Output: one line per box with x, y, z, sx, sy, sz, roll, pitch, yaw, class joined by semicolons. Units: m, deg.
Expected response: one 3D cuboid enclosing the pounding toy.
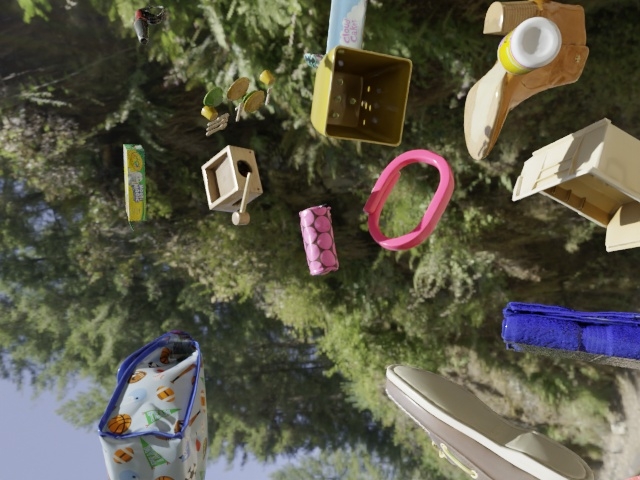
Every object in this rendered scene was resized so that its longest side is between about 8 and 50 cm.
-0.201;-0.131;1.499;0.094;0.181;0.206;4;-115;-46;pounding toy

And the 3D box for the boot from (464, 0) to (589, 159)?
0.394;-0.295;1.095;0.104;0.211;0.295;-135;47;-61;boot

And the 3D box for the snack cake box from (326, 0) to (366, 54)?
0.075;-0.594;1.538;0.152;0.089;0.265;-68;-15;-82;snack cake box

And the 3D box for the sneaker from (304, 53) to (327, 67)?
0.007;-0.537;1.728;0.069;0.098;0.038;-54;-11;-37;sneaker

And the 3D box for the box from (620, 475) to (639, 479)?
0.301;0.331;0.599;0.122;0.257;0.128;20;-133;-33;box

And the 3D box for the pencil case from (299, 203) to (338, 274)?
0.000;0.000;1.774;0.098;0.095;0.210;-5;-98;-26;pencil case

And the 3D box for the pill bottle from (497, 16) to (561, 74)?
0.194;-0.181;0.553;0.083;0.043;0.044;-66;-35;-81;pill bottle

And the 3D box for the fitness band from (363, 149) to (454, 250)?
0.238;-0.109;1.576;0.054;0.209;0.291;39;-104;-52;fitness band

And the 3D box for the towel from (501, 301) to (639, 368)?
0.450;0.153;0.930;0.227;0.308;0.076;36;-119;-67;towel

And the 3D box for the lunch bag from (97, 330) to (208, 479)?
-0.392;0.459;1.452;0.385;0.238;0.328;-88;1;-63;lunch bag

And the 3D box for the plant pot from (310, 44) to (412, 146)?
0.082;-0.362;1.486;0.187;0.212;0.212;-151;66;-65;plant pot

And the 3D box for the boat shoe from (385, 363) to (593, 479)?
0.223;0.294;0.863;0.116;0.324;0.097;-7;-63;-53;boat shoe

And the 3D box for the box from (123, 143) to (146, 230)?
-0.411;-0.118;1.295;0.105;0.043;0.179;-143;55;-64;box

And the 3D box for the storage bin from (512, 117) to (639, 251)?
0.579;-0.099;1.195;0.123;0.262;0.260;-67;11;-15;storage bin

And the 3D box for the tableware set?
-0.138;-0.243;0.983;0.154;0.024;0.104;-36;-16;-32;tableware set

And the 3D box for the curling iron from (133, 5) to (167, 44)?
-0.373;-0.467;1.255;0.274;0.068;0.035;-108;9;-58;curling iron
